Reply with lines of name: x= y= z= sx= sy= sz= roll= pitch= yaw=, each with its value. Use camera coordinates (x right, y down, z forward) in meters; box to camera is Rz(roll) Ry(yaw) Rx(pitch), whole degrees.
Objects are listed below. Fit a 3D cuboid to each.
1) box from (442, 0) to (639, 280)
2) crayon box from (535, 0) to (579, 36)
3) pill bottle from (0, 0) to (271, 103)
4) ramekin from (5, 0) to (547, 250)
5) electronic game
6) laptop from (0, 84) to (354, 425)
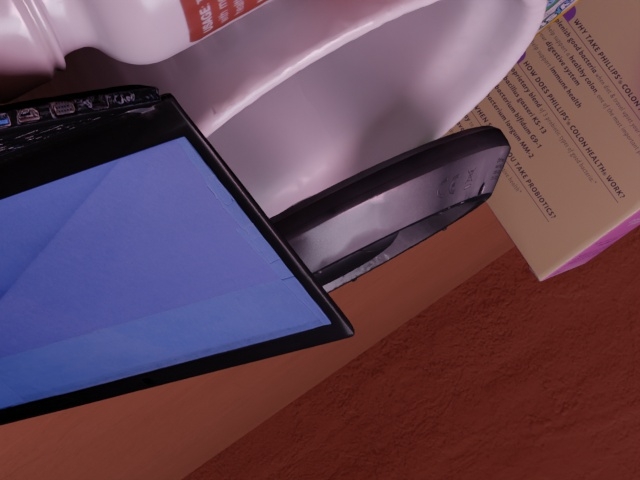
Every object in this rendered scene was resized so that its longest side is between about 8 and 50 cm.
box: x=0.238 y=-0.124 z=1.083 sx=0.243 sy=0.213 sz=0.117 roll=-40 pitch=166 yaw=30
crayon box: x=0.063 y=-0.143 z=0.864 sx=0.278 sy=0.081 sz=0.165 roll=-39 pitch=167 yaw=25
pill bottle: x=-0.048 y=-0.143 z=0.472 sx=0.216 sy=0.121 sz=0.121 roll=-31 pitch=168 yaw=-10
ramekin: x=-0.034 y=-0.098 z=0.662 sx=0.277 sy=0.135 sz=0.277 roll=-32 pitch=168 yaw=-8
electronic game: x=0.000 y=0.000 z=0.690 sx=0.229 sy=0.048 sz=0.229 roll=-27 pitch=174 yaw=-3
laptop: x=-0.155 y=0.035 z=0.509 sx=0.234 sy=0.136 sz=0.264 roll=-17 pitch=-176 yaw=26
